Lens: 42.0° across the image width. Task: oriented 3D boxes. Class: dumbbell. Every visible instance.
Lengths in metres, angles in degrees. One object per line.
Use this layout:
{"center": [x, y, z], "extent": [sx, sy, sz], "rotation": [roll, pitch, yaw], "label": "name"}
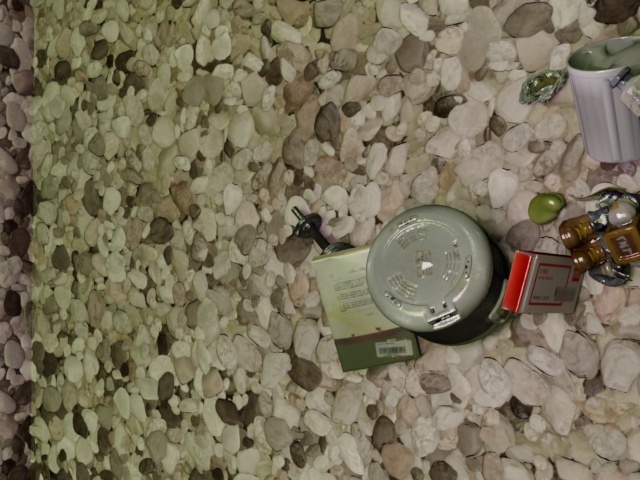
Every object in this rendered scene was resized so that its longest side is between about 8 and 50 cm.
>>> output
{"center": [0.000, 0.000, 2.075], "extent": [0.254, 0.110, 0.110], "rotation": [49, 116, 33], "label": "dumbbell"}

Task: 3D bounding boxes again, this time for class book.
{"center": [0.107, 0.158, 1.961], "extent": [0.202, 0.026, 0.289], "rotation": [-13, 96, 18], "label": "book"}

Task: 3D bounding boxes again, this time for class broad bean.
{"center": [0.475, -0.070, 1.762], "extent": [0.083, 0.045, 0.063], "rotation": [-40, 78, 37], "label": "broad bean"}

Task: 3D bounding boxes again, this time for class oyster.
{"center": [0.474, -0.327, 1.777], "extent": [0.100, 0.037, 0.098], "rotation": [22, 84, 55], "label": "oyster"}

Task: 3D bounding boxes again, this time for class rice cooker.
{"center": [0.262, 0.079, 1.772], "extent": [0.289, 0.277, 0.288], "rotation": [-9, 70, 25], "label": "rice cooker"}

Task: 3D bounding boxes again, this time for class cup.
{"center": [0.591, -0.273, 1.580], "extent": [0.221, 0.167, 0.201], "rotation": [-17, 118, 3], "label": "cup"}

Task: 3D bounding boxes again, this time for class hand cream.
{"center": [0.614, -0.194, 1.424], "extent": [0.276, 0.059, 0.095], "rotation": [44, 109, 12], "label": "hand cream"}

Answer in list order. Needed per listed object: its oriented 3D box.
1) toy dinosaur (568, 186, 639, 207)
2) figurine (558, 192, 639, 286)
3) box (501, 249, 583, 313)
{"center": [0.587, -0.079, 1.686], "extent": [0.180, 0.037, 0.058], "rotation": [0, 74, 30], "label": "toy dinosaur"}
{"center": [0.638, -0.052, 1.544], "extent": [0.382, 0.186, 0.261], "rotation": [-24, 107, 30], "label": "figurine"}
{"center": [0.448, 0.085, 1.663], "extent": [0.050, 0.229, 0.122], "rotation": [17, 97, 42], "label": "box"}
